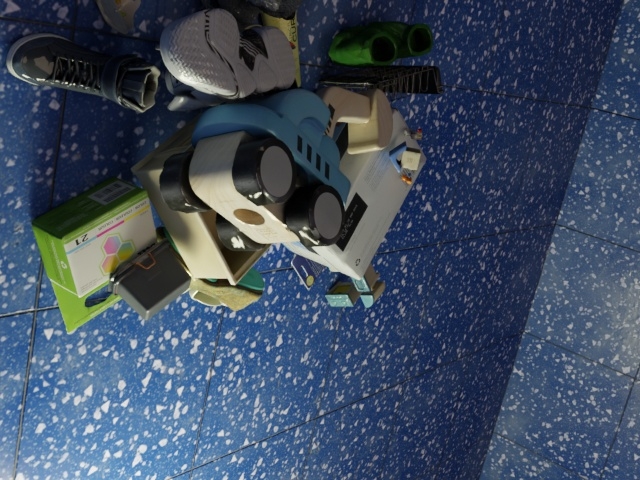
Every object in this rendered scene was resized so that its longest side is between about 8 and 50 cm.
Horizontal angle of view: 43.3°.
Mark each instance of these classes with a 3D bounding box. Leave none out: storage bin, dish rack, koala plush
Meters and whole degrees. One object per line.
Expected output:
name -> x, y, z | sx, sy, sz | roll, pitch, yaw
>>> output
storage bin -> -0.303, 0.073, 1.471 | 0.135, 0.091, 0.098 | -40, 171, -28
dish rack -> 0.137, -0.366, 1.883 | 0.271, 0.208, 0.074 | -23, 115, -46
storage bin -> -0.188, -0.097, 1.556 | 0.260, 0.123, 0.262 | -49, 123, -40
koala plush -> -0.104, -0.461, 1.440 | 0.196, 0.221, 0.203 | -40, 124, -21

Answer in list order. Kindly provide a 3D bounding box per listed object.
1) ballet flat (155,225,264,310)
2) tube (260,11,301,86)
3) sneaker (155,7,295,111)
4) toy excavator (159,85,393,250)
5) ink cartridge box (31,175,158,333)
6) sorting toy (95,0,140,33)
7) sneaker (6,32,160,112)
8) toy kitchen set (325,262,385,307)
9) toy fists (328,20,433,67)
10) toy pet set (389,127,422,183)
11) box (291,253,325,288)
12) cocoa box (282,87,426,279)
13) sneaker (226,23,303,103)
ballet flat -> -0.250, 0.074, 1.690 | 0.348, 0.123, 0.123 | 31, 83, -54
tube -> -0.083, -0.429, 1.664 | 0.070, 0.062, 0.240 | -50, 144, -48
sneaker -> -0.200, -0.283, 1.332 | 0.366, 0.210, 0.137 | -23, 102, -65
toy excavator -> -0.029, -0.183, 1.493 | 0.433, 0.222, 0.445 | 40, 57, -43
ink cartridge box -> -0.392, 0.041, 1.473 | 0.189, 0.097, 0.255 | -37, 136, -38
sorting toy -> -0.333, -0.402, 1.350 | 0.075, 0.044, 0.083 | -54, 144, -32
sneaker -> -0.361, -0.265, 1.280 | 0.226, 0.163, 0.086 | -4, 114, -52
toy kitchen set -> 0.048, 0.090, 2.101 | 0.122, 0.166, 0.207 | -45, 119, -39
toy fists -> 0.133, -0.459, 1.876 | 0.279, 0.142, 0.096 | -27, 113, -44
toy pet set -> 0.181, -0.184, 1.779 | 0.114, 0.065, 0.122 | -80, -179, -69
box -> 0.000, 0.000, 2.046 | 0.225, 0.036, 0.136 | -54, 144, -20
cocoa box -> 0.042, -0.130, 1.855 | 0.347, 0.228, 0.231 | -61, 146, -11
sneaker -> -0.107, -0.256, 1.649 | 0.131, 0.148, 0.350 | -33, 134, -40
